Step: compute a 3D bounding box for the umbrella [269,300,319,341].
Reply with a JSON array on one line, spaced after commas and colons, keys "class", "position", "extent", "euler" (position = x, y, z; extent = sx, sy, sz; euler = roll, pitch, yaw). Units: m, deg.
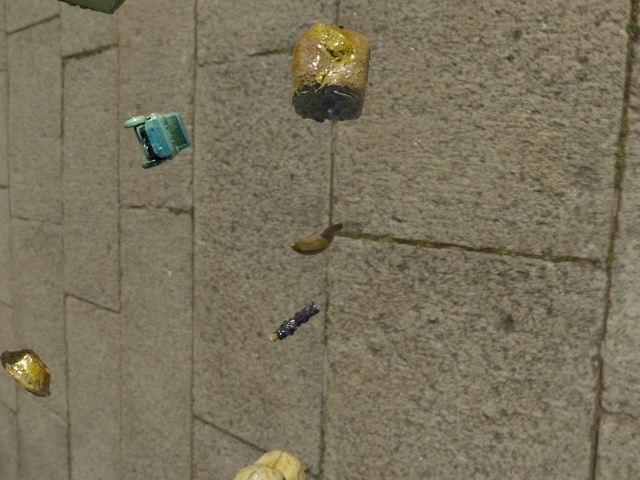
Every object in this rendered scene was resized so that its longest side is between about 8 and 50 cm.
[{"class": "umbrella", "position": [-0.065, 0.208, 1.342], "extent": [0.144, 0.037, 0.040], "euler": [-37, 59, 4]}]

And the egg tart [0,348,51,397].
[{"class": "egg tart", "position": [-0.578, 0.259, 1.074], "extent": [0.129, 0.049, 0.129], "euler": [41, 162, 16]}]

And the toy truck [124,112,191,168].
[{"class": "toy truck", "position": [-0.497, -0.322, 1.668], "extent": [0.279, 0.156, 0.155], "euler": [-132, 21, -74]}]

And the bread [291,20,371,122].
[{"class": "bread", "position": [0.026, -0.429, 1.375], "extent": [0.195, 0.176, 0.246], "euler": [4, 71, 9]}]

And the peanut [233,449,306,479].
[{"class": "peanut", "position": [-0.117, 0.547, 1.186], "extent": [0.147, 0.305, 0.147], "euler": [-2, 82, 16]}]

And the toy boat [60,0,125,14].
[{"class": "toy boat", "position": [-0.444, -0.502, 1.010], "extent": [0.111, 0.276, 0.084], "euler": [-32, 79, 32]}]

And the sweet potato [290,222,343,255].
[{"class": "sweet potato", "position": [0.003, 0.000, 1.629], "extent": [0.069, 0.249, 0.059], "euler": [38, 132, 24]}]
